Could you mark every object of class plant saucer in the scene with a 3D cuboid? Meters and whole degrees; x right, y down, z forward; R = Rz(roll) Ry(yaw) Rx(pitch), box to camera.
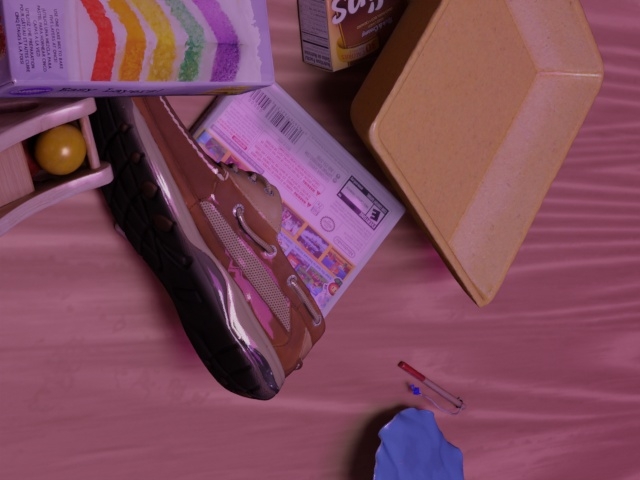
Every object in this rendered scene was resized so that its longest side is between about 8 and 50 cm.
[{"bbox_3d":[0.156,-0.151,1.356,0.333,0.081,0.333,-60,142,-19],"label":"plant saucer"}]

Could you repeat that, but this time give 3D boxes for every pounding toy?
[{"bbox_3d":[-0.297,-0.068,1.017,0.269,0.154,0.155,-27,123,-29],"label":"pounding toy"}]

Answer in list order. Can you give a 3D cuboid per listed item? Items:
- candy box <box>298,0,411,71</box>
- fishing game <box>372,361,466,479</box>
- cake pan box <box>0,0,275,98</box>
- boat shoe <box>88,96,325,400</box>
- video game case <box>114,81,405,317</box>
[{"bbox_3d":[0.031,-0.268,1.275,0.109,0.053,0.187,-24,123,-31],"label":"candy box"},{"bbox_3d":[0.110,0.284,1.515,0.189,0.041,0.264,35,54,-40],"label":"fishing game"},{"bbox_3d":[-0.163,-0.248,1.060,0.245,0.070,0.267,-3,86,-40],"label":"cake pan box"},{"bbox_3d":[-0.097,-0.012,1.193,0.120,0.122,0.324,-37,116,-27],"label":"boat shoe"},{"bbox_3d":[-0.053,-0.022,1.284,0.227,0.026,0.206,42,79,-25],"label":"video game case"}]
